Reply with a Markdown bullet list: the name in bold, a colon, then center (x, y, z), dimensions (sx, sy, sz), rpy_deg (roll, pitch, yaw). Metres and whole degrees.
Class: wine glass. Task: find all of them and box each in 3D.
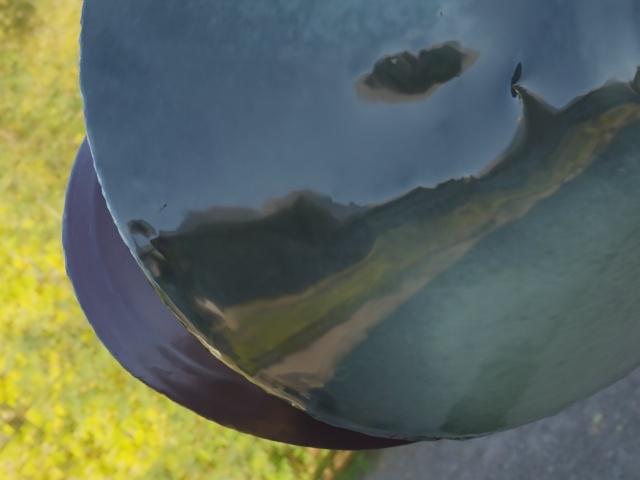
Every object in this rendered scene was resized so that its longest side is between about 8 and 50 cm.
- **wine glass**: center (0.106, -0.054, 0.302), dimensions (0.267, 0.267, 0.406), rpy_deg (-52, 15, -9)

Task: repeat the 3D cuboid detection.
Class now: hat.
- **hat**: center (0.000, 0.000, 0.582), dimensions (0.205, 0.205, 0.089), rpy_deg (-55, -12, -27)
